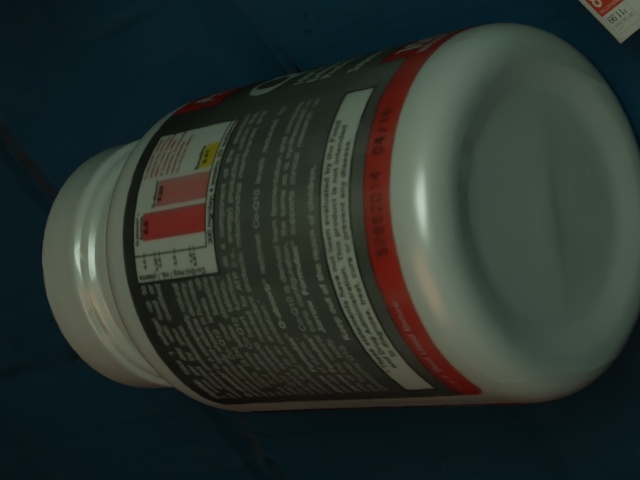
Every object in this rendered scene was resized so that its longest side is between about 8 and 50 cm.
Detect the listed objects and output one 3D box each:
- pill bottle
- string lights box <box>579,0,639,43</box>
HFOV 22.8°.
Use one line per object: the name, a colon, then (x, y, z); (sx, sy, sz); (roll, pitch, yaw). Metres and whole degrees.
pill bottle: (0.000, 0.000, 0.976); (0.363, 0.210, 0.210); (-8, 122, 45)
string lights box: (0.108, -0.234, 0.753); (0.259, 0.077, 0.133); (44, 142, -5)
